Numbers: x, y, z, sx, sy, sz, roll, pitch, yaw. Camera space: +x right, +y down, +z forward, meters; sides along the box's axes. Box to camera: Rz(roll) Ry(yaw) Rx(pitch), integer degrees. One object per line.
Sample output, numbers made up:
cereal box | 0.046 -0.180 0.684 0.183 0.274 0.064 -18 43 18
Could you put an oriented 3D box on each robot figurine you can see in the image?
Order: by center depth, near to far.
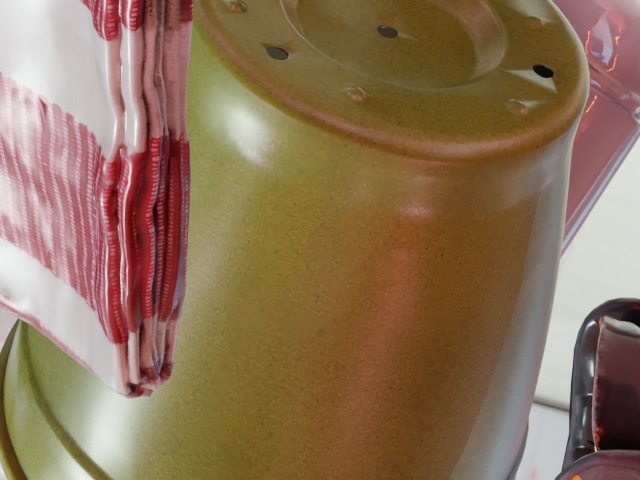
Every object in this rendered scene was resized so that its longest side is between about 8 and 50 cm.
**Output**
robot figurine | 0.162 -0.100 1.495 0.200 0.353 0.300 35 -175 28

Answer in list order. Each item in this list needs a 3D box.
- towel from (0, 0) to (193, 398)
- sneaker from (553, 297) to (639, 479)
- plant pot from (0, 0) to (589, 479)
towel | -0.140 -0.116 0.643 0.237 0.037 0.329 30 133 31
sneaker | 0.161 0.054 0.431 0.180 0.124 0.321 34 121 -2
plant pot | 0.000 0.000 1.085 0.367 0.366 0.353 17 130 -2
